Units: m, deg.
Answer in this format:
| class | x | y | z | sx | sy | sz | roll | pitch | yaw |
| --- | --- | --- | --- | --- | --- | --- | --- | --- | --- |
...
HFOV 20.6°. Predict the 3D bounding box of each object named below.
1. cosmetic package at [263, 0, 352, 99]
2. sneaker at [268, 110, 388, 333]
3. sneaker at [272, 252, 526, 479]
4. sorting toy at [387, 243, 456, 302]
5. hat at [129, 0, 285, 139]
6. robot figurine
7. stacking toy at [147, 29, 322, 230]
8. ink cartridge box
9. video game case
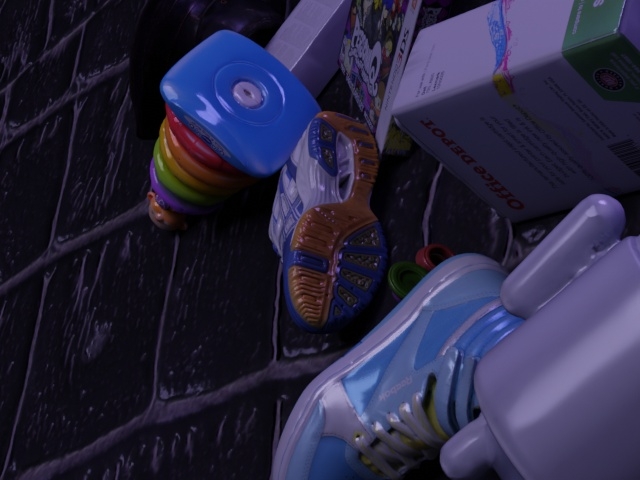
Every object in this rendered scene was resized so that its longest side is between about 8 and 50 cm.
| class | x | y | z | sx | sy | sz | roll | pitch | yaw |
| --- | --- | --- | --- | --- | --- | --- | --- | --- | --- |
| cosmetic package | -0.012 | -0.247 | 2.239 | 0.239 | 0.060 | 0.099 | -53 | 34 | -1 |
| sneaker | 0.000 | 0.000 | 1.957 | 0.131 | 0.112 | 0.296 | -48 | 25 | 43 |
| sneaker | 0.095 | 0.168 | 1.617 | 0.319 | 0.127 | 0.208 | -51 | 30 | 2 |
| sorting toy | 0.105 | 0.046 | 1.794 | 0.102 | 0.061 | 0.042 | -32 | -20 | -42 |
| hat | -0.125 | -0.266 | 2.308 | 0.134 | 0.331 | 0.331 | 19 | 68 | 14 |
| robot figurine | 0.263 | 0.107 | 1.389 | 0.353 | 0.200 | 0.300 | -41 | 70 | 16 |
| stacking toy | -0.149 | -0.098 | 2.171 | 0.166 | 0.175 | 0.302 | -48 | -1 | -41 |
| ink cartridge box | 0.239 | -0.140 | 1.673 | 0.278 | 0.201 | 0.117 | -16 | 45 | 44 |
| video game case | 0.083 | -0.243 | 2.034 | 0.232 | 0.042 | 0.210 | -111 | 30 | -54 |
